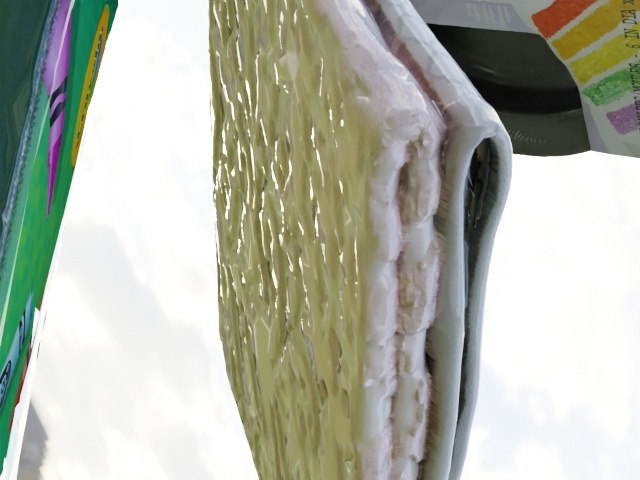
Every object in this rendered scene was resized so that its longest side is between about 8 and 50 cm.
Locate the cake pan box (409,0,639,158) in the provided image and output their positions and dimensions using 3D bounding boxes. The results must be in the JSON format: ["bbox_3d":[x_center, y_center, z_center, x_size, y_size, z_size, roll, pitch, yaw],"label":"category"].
[{"bbox_3d":[0.111,-0.167,1.045,0.246,0.070,0.267,12,-38,28],"label":"cake pan box"}]

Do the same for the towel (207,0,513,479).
[{"bbox_3d":[0.000,0.000,0.738,0.317,0.053,0.332,-112,-160,-51],"label":"towel"}]

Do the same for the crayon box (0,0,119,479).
[{"bbox_3d":[-0.204,-0.019,0.422,0.081,0.278,0.165,93,7,-78],"label":"crayon box"}]
